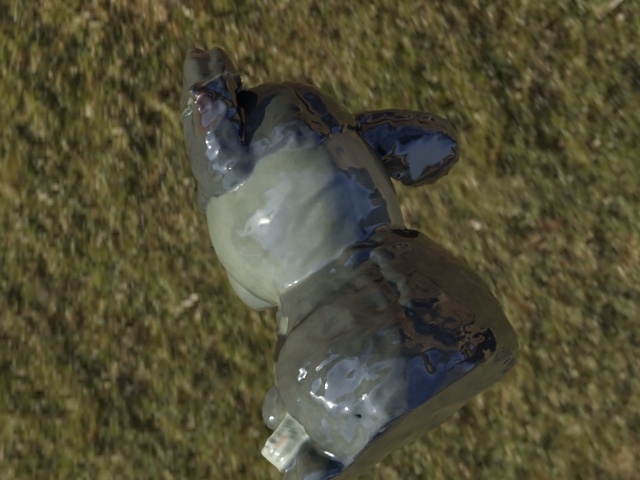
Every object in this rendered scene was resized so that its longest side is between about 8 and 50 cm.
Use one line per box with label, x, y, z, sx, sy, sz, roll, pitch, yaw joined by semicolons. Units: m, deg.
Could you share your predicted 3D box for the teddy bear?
teddy bear;0.016;0.009;0.881;0.171;0.251;0.144;-10;155;-27
